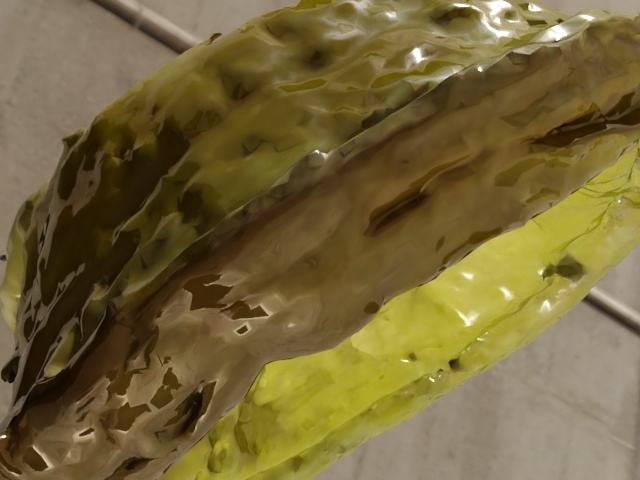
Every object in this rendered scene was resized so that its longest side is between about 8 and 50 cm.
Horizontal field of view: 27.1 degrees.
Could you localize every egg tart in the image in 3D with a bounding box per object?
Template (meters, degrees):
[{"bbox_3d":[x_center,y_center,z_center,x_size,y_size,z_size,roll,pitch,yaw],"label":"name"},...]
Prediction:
[{"bbox_3d":[0.000,0.000,0.505,0.345,0.345,0.132,-39,-105,30],"label":"egg tart"}]
